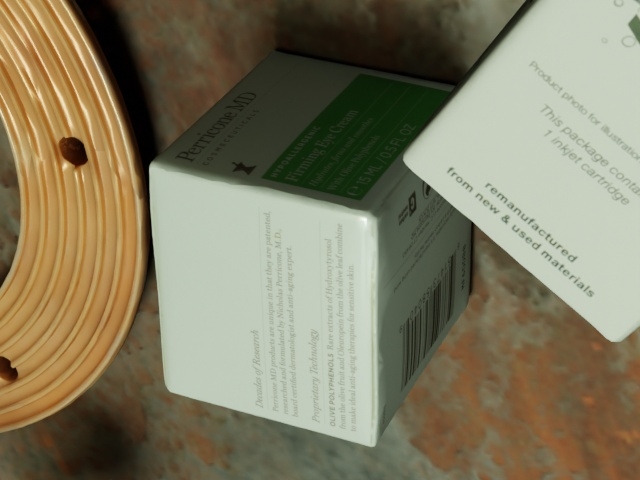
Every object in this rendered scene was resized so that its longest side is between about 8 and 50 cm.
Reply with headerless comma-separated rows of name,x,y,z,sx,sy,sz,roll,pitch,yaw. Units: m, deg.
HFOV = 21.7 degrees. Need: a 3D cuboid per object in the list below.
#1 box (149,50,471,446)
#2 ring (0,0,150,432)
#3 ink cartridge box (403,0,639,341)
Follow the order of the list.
box,0.000,0.000,0.613,0.087,0.101,0.102,12,125,21
ring,-0.220,-0.054,0.743,0.336,0.032,0.337,14,126,19
ink cartridge box,0.131,-0.089,0.450,0.086,0.148,0.203,40,130,1
